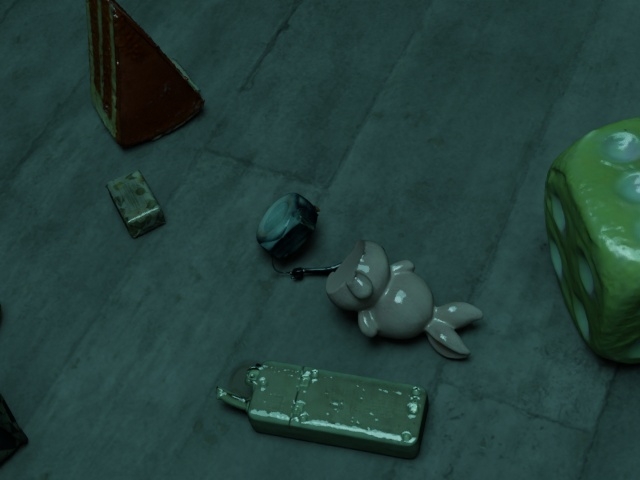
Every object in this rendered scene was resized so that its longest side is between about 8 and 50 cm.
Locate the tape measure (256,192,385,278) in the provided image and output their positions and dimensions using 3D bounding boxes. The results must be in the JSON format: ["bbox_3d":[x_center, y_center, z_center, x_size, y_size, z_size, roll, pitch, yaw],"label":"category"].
[{"bbox_3d":[-0.002,0.003,1.685,0.179,0.104,0.107,24,29,-16],"label":"tape measure"}]

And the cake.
[{"bbox_3d":[-0.331,-0.277,1.798,0.159,0.262,0.158,-41,54,3],"label":"cake"}]

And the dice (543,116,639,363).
[{"bbox_3d":[0.449,-0.002,1.500,0.254,0.250,0.252,-14,56,-3],"label":"dice"}]

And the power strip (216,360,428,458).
[{"bbox_3d":[-0.002,0.223,1.522,0.287,0.053,0.093,8,58,13],"label":"power strip"}]

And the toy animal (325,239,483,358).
[{"bbox_3d":[0.113,0.097,1.577,0.212,0.124,0.124,35,62,-9],"label":"toy animal"}]

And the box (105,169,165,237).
[{"bbox_3d":[-0.288,-0.058,1.754,0.062,0.045,0.098,-27,56,-13],"label":"box"}]

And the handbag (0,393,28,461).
[{"bbox_3d":[-0.596,0.282,1.396,0.416,0.317,0.180,-39,66,-18],"label":"handbag"}]
